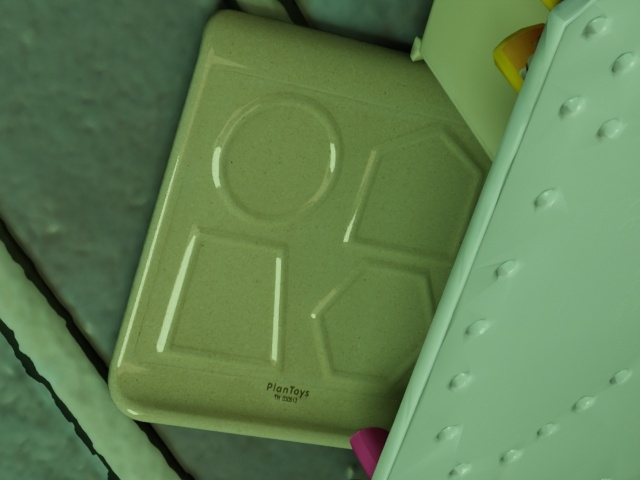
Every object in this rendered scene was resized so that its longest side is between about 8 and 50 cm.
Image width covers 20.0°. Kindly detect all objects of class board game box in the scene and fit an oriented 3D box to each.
[{"bbox_3d":[0.213,-0.005,0.901,0.390,0.050,0.390,-12,141,-26],"label":"board game box"}]

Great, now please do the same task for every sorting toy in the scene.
[{"bbox_3d":[0.000,0.000,0.937,0.193,0.038,0.208,11,99,-28],"label":"sorting toy"}]

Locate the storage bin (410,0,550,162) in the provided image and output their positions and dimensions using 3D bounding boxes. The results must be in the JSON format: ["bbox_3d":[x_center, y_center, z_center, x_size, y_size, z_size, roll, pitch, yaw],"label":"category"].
[{"bbox_3d":[0.201,-0.162,0.850,0.260,0.123,0.262,-12,140,-25],"label":"storage bin"}]
